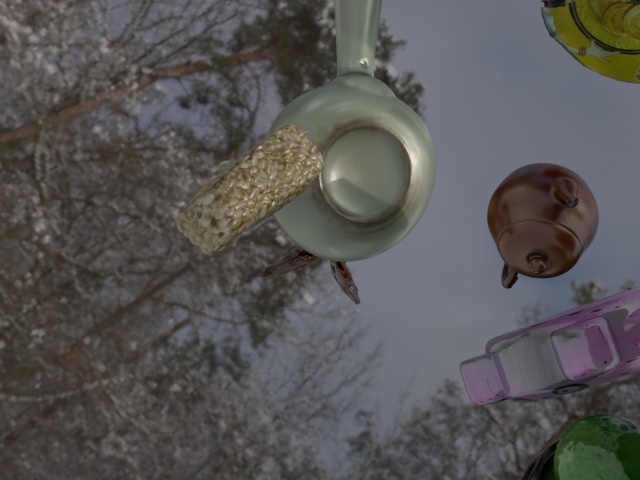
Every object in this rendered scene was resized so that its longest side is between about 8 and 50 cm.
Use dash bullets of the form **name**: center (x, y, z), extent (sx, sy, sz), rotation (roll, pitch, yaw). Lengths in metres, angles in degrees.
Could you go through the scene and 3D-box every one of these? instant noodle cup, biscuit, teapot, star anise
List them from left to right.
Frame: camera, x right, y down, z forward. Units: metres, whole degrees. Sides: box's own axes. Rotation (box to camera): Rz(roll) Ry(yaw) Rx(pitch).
- **biscuit**: center (-0.069, -0.051, 0.932), extent (0.070, 0.168, 0.082), rotation (48, -43, 0)
- **star anise**: center (0.007, 0.008, 1.342), extent (0.140, 0.158, 0.144), rotation (24, -2, -8)
- **teapot**: center (0.049, -0.133, 1.110), extent (0.220, 0.318, 0.149), rotation (35, -7, -19)
- **teapot**: center (0.219, -0.007, 0.943), extent (0.116, 0.116, 0.173), rotation (41, -36, 13)
- **instant noodle cup**: center (0.367, -0.321, 1.034), extent (0.215, 0.236, 0.216), rotation (14, -42, 13)

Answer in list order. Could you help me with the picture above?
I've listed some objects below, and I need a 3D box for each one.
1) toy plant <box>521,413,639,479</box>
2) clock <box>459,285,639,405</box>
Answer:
- **toy plant**: center (0.282, 0.269, 0.872), extent (0.218, 0.175, 0.235), rotation (49, -26, 8)
- **clock**: center (0.291, 0.114, 1.032), extent (0.227, 0.247, 0.090), rotation (-29, -104, 48)
